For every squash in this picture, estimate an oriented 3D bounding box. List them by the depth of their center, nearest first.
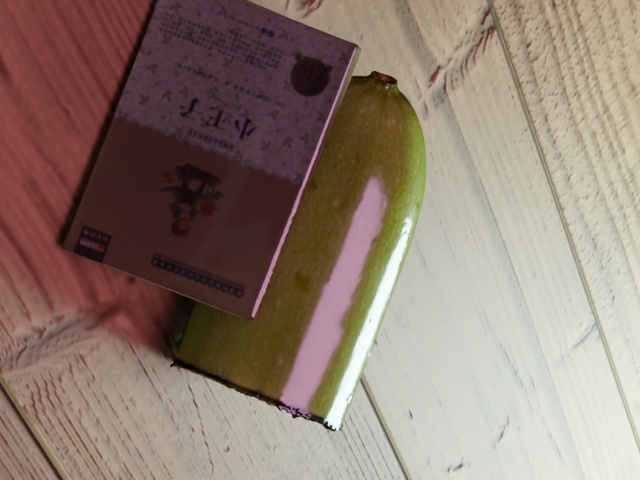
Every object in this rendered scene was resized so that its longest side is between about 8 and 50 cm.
[{"bbox_3d":[0.000,0.000,1.261,0.132,0.132,0.247,25,86,-47],"label":"squash"}]

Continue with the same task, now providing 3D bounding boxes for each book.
[{"bbox_3d":[-0.071,-0.062,1.186,0.138,0.016,0.199,21,89,-5],"label":"book"}]
